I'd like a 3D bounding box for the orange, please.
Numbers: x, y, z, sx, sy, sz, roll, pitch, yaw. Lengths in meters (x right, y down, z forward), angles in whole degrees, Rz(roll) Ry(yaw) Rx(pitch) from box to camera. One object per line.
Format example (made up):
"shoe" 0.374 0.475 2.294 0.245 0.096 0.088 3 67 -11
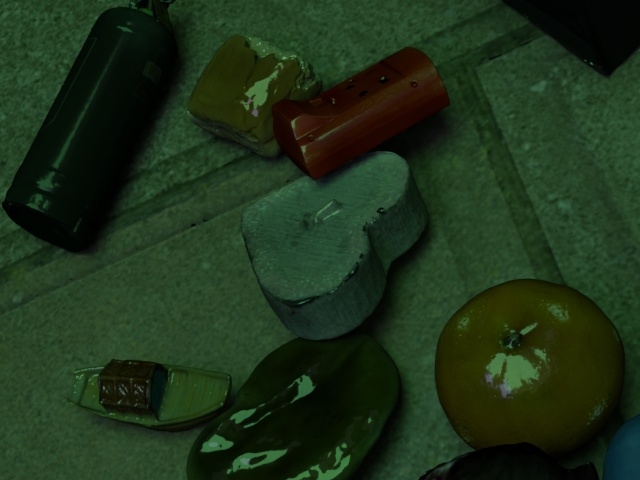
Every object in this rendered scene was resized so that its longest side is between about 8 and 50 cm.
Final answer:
"orange" 0.167 0.103 1.186 0.156 0.124 0.156 -12 60 21

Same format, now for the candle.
"candle" 0.000 0.000 1.334 0.168 0.068 0.192 9 51 39

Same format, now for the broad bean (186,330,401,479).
"broad bean" -0.020 0.163 1.267 0.206 0.072 0.153 -41 55 -2

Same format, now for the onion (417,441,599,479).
"onion" 0.080 0.279 1.051 0.146 0.280 0.314 1 62 41

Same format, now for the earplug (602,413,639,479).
"earplug" 0.261 0.249 1.065 0.132 0.132 0.273 -8 56 20

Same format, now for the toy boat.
"toy boat" -0.155 0.140 1.345 0.172 0.066 0.065 1 61 25

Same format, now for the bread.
"bread" -0.068 -0.149 1.459 0.125 0.082 0.106 27 69 31

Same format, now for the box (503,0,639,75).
"box" 0.201 -0.365 1.361 0.204 0.251 0.345 -43 53 -3

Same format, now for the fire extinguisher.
"fire extinguisher" -0.225 -0.149 1.513 0.095 0.114 0.311 11 66 33

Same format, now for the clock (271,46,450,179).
"clock" 0.035 -0.127 1.378 0.155 0.061 0.113 -28 23 -8
